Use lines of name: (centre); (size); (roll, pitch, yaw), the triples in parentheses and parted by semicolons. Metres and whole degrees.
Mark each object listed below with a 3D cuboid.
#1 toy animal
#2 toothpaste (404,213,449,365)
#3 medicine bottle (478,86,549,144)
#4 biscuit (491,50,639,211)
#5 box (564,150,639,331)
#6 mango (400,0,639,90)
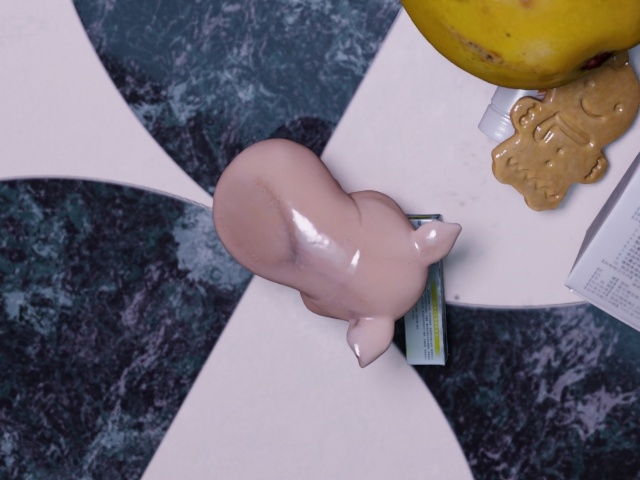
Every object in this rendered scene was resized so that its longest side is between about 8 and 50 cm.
toy animal: (0.003, -0.007, 1.866); (0.250, 0.154, 0.166); (32, 110, 12)
toothpaste: (0.112, 0.054, 1.929); (0.046, 0.034, 0.164); (-1, 101, 12)
medicine bottle: (0.206, -0.144, 1.856); (0.057, 0.057, 0.089); (28, 105, 5)
biscuit: (0.257, -0.113, 1.840); (0.184, 0.027, 0.133); (-39, 119, 2)
box: (0.396, -0.029, 1.758); (0.200, 0.106, 0.299); (30, 131, 3)
mango: (0.214, -0.368, 1.725); (0.300, 0.232, 0.446); (3, 91, 16)
